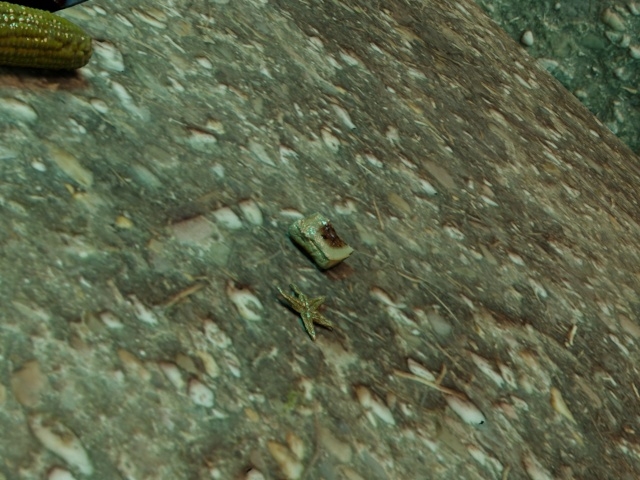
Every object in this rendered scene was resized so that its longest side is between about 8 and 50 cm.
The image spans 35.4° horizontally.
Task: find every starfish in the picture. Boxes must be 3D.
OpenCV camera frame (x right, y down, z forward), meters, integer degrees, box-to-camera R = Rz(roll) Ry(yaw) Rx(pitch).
[{"bbox_3d":[-0.019,0.087,1.259,0.092,0.016,0.086,34,29,-20],"label":"starfish"}]

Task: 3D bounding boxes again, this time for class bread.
[{"bbox_3d":[0.000,0.000,1.374,0.083,0.035,0.070,50,34,13],"label":"bread"}]

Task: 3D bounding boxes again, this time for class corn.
[{"bbox_3d":[-0.407,-0.257,1.232,0.288,0.086,0.086,-3,50,-51],"label":"corn"}]

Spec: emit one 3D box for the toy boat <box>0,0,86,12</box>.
[{"bbox_3d":[-0.442,-0.409,1.347,0.309,0.129,0.142,29,43,-15],"label":"toy boat"}]
